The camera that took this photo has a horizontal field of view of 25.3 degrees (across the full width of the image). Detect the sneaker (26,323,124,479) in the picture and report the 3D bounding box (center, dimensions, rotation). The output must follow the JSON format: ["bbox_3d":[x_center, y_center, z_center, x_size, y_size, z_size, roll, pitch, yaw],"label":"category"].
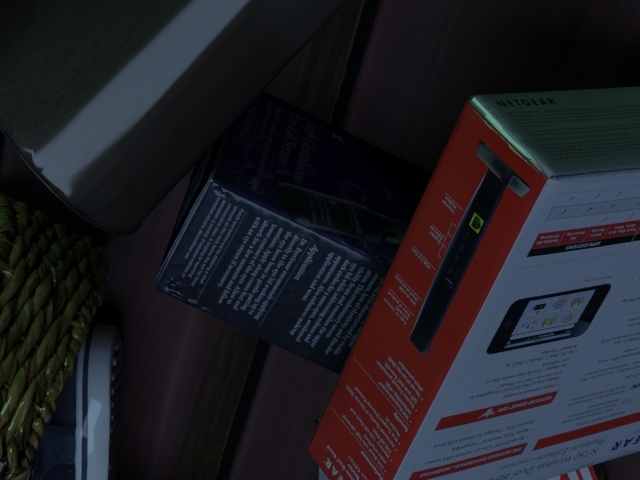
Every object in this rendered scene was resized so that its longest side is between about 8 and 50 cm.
[{"bbox_3d":[-0.238,0.205,1.241,0.127,0.126,0.321,7,125,-4],"label":"sneaker"}]

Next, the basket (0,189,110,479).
[{"bbox_3d":[-0.306,0.076,1.060,0.223,0.299,0.213,31,121,-13],"label":"basket"}]

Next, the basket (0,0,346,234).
[{"bbox_3d":[-0.105,-0.151,0.977,0.227,0.154,0.204,-36,81,20],"label":"basket"}]

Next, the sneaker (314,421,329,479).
[{"bbox_3d":[0.027,0.244,1.280,0.089,0.051,0.170,9,119,2],"label":"sneaker"}]

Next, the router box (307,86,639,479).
[{"bbox_3d":[0.186,0.038,0.985,0.335,0.082,0.301,-7,134,-38],"label":"router box"}]

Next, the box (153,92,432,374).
[{"bbox_3d":[0.000,0.000,1.060,0.207,0.153,0.108,24,122,-10],"label":"box"}]

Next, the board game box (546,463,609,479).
[{"bbox_3d":[0.148,0.164,1.212,0.146,0.045,0.193,-17,119,18],"label":"board game box"}]
